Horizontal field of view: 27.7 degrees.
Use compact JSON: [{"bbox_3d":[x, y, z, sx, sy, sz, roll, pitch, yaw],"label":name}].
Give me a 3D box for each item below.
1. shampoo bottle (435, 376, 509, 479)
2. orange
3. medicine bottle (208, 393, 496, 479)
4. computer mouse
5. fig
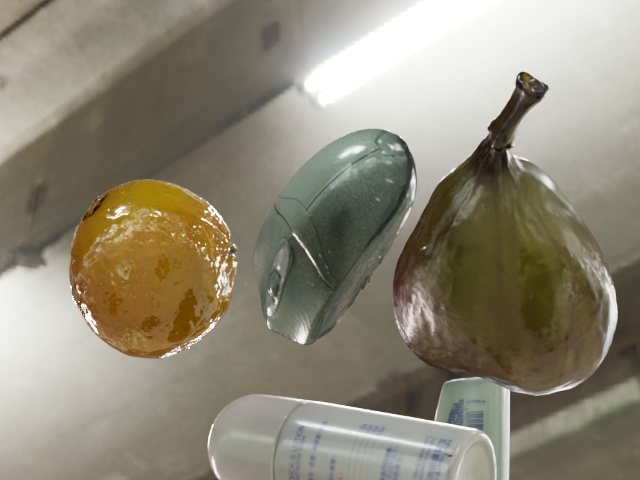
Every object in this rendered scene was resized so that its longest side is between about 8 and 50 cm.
[{"bbox_3d":[0.235,0.403,2.069,0.134,0.359,0.078,-10,-24,33],"label":"shampoo bottle"},{"bbox_3d":[-0.200,0.035,1.565,0.193,0.219,0.219,-9,-40,30],"label":"orange"},{"bbox_3d":[0.022,0.256,1.493,0.341,0.130,0.130,5,-36,31],"label":"medicine bottle"},{"bbox_3d":[-0.003,-0.002,1.106,0.068,0.113,0.229,5,-50,-42],"label":"computer mouse"},{"bbox_3d":[0.134,-0.001,0.940,0.170,0.145,0.274,21,-43,27],"label":"fig"}]
